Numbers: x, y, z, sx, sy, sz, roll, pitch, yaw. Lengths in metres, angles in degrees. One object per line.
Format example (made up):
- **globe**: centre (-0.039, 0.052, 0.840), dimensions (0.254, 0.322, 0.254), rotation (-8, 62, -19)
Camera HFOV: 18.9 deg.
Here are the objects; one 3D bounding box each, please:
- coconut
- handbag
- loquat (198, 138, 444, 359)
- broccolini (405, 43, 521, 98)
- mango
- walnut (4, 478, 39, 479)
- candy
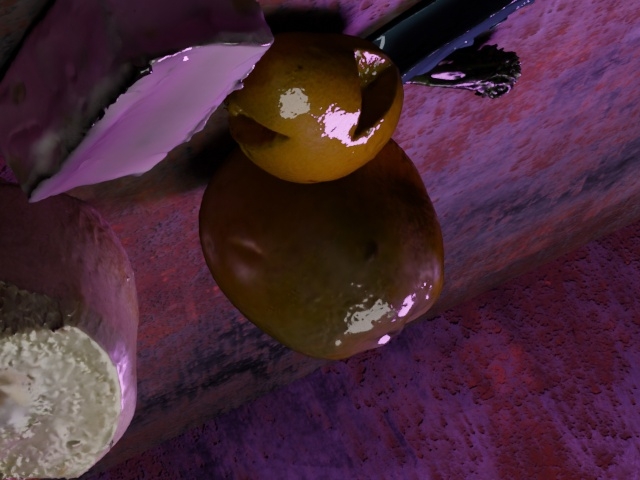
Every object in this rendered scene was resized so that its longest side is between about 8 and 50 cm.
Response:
- **coconut**: centre (-0.315, 0.079, 1.863), dimensions (0.297, 0.254, 0.297), rotation (-8, 131, -10)
- **handbag**: centre (0.164, -0.243, 2.062), dimensions (0.221, 0.057, 0.144), rotation (-34, 173, 25)
- **loquat**: centre (0.000, 0.000, 2.185), dimensions (0.276, 0.284, 0.276), rotation (-30, 167, -8)
- **broccolini**: centre (0.147, -0.200, 2.214), dimensions (0.203, 0.091, 0.068), rotation (1, 108, -42)
- **mango**: centre (-0.010, -0.140, 1.943), dimensions (0.167, 0.130, 0.262), rotation (-37, 160, 20)
- **walnut**: centre (-0.509, 0.314, 2.443), dimensions (0.333, 0.332, 0.333), rotation (-25, 168, -6)
- **candy**: centre (-0.166, -0.141, 1.635), dimensions (0.155, 0.115, 0.265), rotation (-18, 165, -37)
